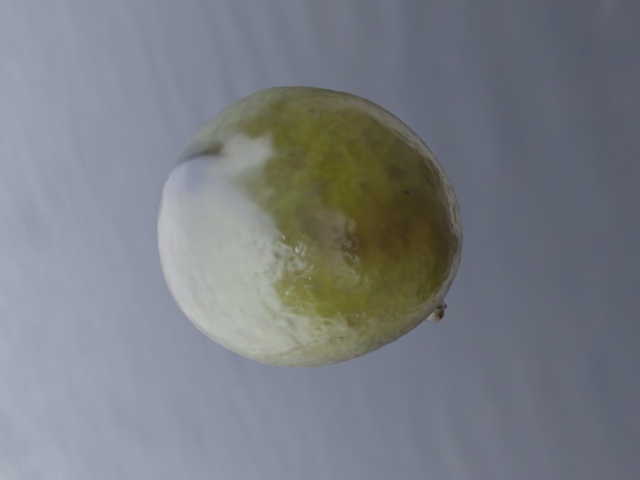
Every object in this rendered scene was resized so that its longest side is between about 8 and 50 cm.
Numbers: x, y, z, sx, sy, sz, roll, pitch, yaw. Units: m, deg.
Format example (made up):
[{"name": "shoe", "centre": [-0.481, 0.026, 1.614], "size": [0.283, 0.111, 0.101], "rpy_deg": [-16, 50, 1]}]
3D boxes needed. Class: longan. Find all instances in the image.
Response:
[{"name": "longan", "centre": [0.000, 0.000, 0.678], "size": [0.176, 0.145, 0.155], "rpy_deg": [37, -174, -34]}]
